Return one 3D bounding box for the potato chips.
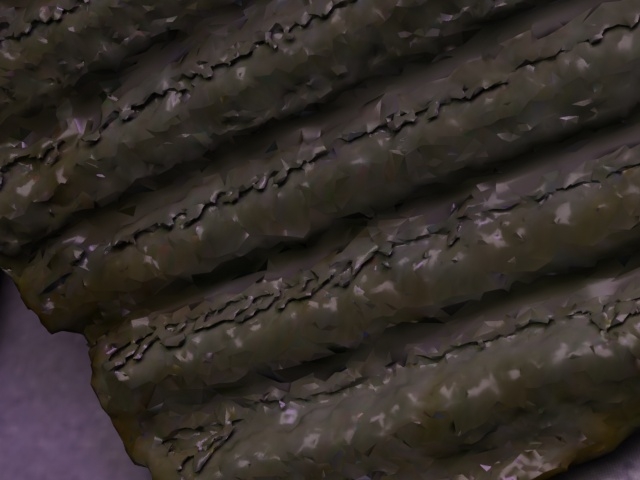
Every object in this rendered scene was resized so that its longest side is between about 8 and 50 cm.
[{"bbox_3d":[0.021,-0.069,0.539,0.429,0.070,0.358,-25,98,25],"label":"potato chips"}]

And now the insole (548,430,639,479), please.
[{"bbox_3d":[0.159,0.111,0.543,0.188,0.004,0.064,29,79,32],"label":"insole"}]
